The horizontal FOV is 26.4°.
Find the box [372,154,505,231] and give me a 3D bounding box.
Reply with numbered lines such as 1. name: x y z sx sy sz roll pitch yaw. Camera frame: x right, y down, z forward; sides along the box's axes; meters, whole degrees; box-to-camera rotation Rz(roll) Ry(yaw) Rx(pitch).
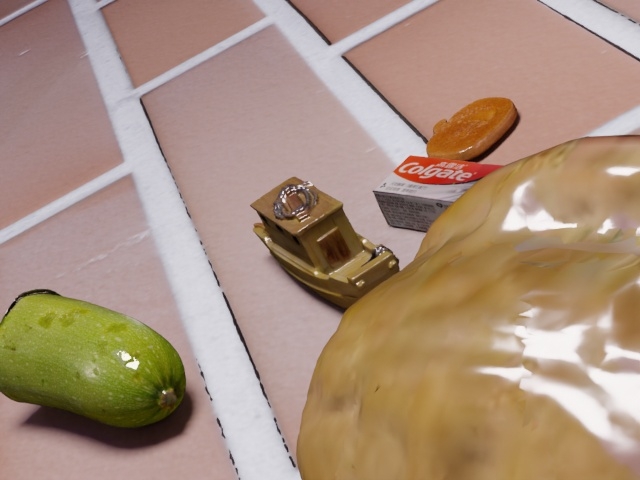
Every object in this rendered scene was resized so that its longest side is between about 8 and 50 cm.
1. box: 0.131 -0.029 1.036 0.055 0.040 0.218 -43 31 -25

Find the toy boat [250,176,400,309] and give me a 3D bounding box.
1. toy boat: 0.000 0.000 1.066 0.057 0.077 0.200 -34 28 -13

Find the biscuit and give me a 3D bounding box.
1. biscuit: 0.127 -0.093 1.178 0.091 0.015 0.078 -43 29 -26

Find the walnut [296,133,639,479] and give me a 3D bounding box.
1. walnut: 0.148 0.103 0.535 0.306 0.306 0.344 -40 30 -22

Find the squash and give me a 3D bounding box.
1. squash: -0.168 0.095 1.054 0.188 0.095 0.095 8 44 44
